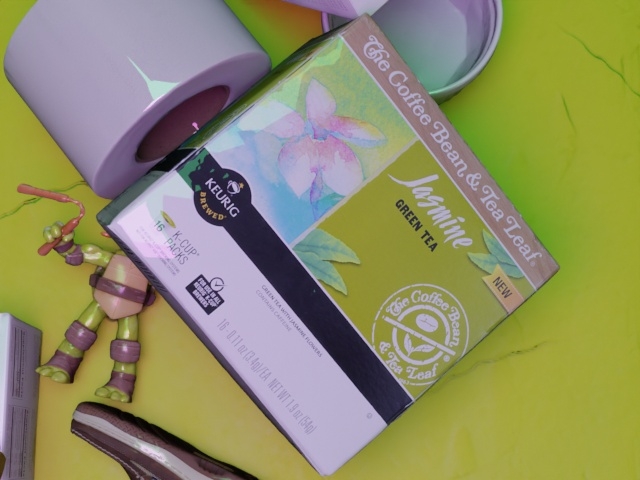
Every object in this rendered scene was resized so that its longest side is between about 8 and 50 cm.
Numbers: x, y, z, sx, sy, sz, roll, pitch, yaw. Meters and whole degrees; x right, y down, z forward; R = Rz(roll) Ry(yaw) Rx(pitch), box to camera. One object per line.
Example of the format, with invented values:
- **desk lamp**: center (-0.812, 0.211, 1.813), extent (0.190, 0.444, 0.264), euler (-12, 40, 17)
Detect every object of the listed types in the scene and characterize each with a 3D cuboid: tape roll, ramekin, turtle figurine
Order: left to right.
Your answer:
- **turtle figurine**: center (-0.238, 0.059, 1.263), extent (0.270, 0.087, 0.217), euler (22, 84, -16)
- **tape roll**: center (-0.198, -0.186, 1.238), extent (0.246, 0.246, 0.169), euler (-37, 81, -7)
- **ramekin**: center (0.104, -0.249, 1.321), extent (0.207, 0.109, 0.207), euler (0, 78, 0)

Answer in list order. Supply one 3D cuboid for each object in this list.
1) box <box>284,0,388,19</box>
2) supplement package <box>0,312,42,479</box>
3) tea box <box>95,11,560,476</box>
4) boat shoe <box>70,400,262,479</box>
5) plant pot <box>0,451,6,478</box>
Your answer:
- **box**: center (-0.005, -0.387, 1.218), extent (0.215, 0.345, 0.168), euler (-44, 123, -10)
- **supplement package**: center (-0.419, 0.216, 1.205), extent (0.204, 0.145, 0.261), euler (0, 78, 0)
- **tea box**: center (0.000, 0.000, 1.167), extent (0.323, 0.220, 0.329), euler (-42, 102, -9)
- **boat shoe**: center (-0.166, 0.267, 1.224), extent (0.257, 0.095, 0.095), euler (26, 86, 5)
- **plant pot**: center (-0.352, 0.225, 1.092), extent (0.081, 0.081, 0.083), euler (38, 70, 7)
